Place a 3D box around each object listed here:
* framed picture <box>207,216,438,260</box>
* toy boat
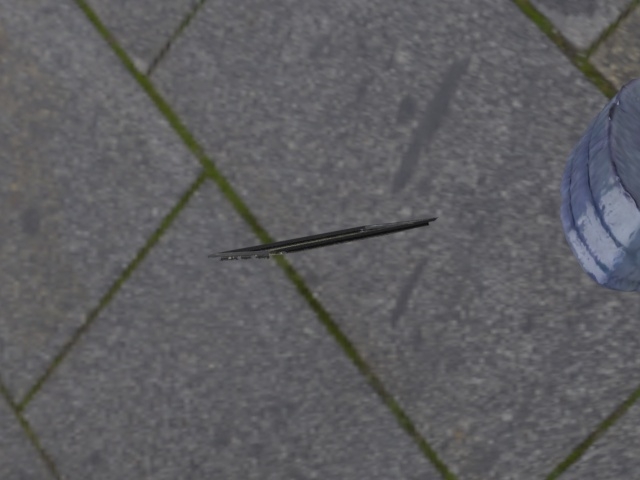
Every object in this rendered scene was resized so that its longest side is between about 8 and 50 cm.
[{"bbox_3d":[0.000,0.000,1.488,0.199,0.195,0.010,175,85,-68],"label":"framed picture"},{"bbox_3d":[0.266,-0.046,1.162,0.127,0.283,0.078,37,123,1],"label":"toy boat"}]
